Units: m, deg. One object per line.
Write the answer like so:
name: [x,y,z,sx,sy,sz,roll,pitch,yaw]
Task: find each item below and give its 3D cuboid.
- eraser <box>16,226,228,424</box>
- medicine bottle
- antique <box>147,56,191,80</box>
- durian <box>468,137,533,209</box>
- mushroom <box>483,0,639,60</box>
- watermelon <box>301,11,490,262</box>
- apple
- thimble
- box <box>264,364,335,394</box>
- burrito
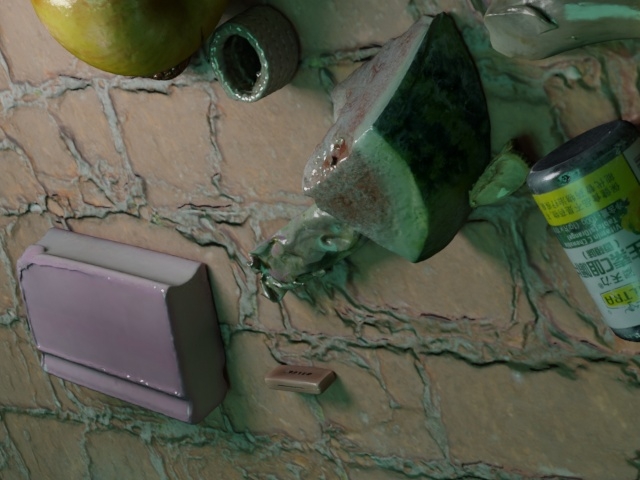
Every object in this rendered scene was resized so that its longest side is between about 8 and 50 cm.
eraser: [-0.343,0.140,2.168,0.359,0.122,0.272,13,125,33]
medicine bottle: [0.368,0.015,1.478,0.141,0.141,0.293,-23,102,46]
antique: [-0.231,-0.276,1.813,0.104,0.104,0.104,21,129,28]
durian: [0.229,-0.079,1.588,0.052,0.066,0.130,41,145,11]
mushroom: [0.289,-0.257,1.400,0.247,0.096,0.108,3,94,35]
watermelon: [0.100,-0.129,1.627,0.232,0.193,0.310,7,137,14]
apple: [-0.248,-0.357,1.648,0.233,0.286,0.286,24,131,39]
thimble: [-0.088,-0.253,1.718,0.102,0.090,0.115,21,127,24]
box: [-0.033,0.219,2.015,0.115,0.048,0.025,2,123,40]
burrito: [-0.001,-0.003,1.828,0.096,0.066,0.309,54,134,1]
